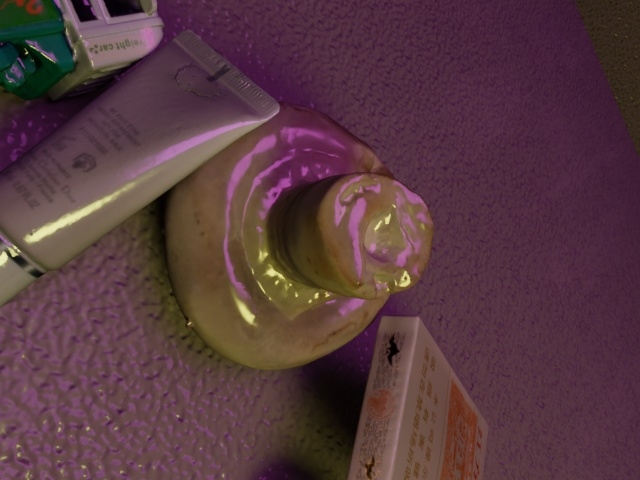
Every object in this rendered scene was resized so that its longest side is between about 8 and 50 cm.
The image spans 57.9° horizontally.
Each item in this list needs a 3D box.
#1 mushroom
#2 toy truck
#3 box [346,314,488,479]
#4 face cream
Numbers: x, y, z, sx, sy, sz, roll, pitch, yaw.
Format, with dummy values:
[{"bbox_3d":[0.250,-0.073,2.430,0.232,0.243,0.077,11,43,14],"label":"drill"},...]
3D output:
[{"bbox_3d":[0.000,0.000,0.594,0.293,0.290,0.292,-3,94,-35],"label":"mushroom"},{"bbox_3d":[-0.312,-0.185,0.491,0.363,0.177,0.177,-37,110,-42],"label":"toy truck"},{"bbox_3d":[0.137,0.264,0.710,0.365,0.051,0.204,54,43,-47],"label":"box"},{"bbox_3d":[-0.195,-0.066,0.512,0.314,0.089,0.143,-43,69,-12],"label":"face cream"}]
